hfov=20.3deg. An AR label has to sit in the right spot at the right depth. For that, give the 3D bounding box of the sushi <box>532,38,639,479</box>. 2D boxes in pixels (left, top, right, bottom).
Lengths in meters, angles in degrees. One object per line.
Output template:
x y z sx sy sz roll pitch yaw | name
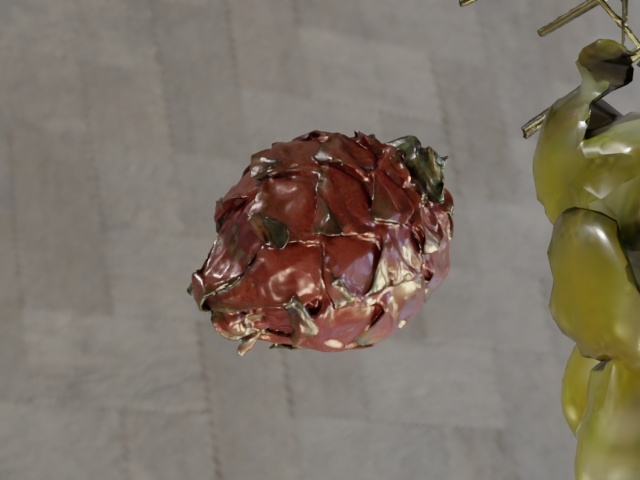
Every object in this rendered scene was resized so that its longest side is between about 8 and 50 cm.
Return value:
0.196 0.097 0.435 0.285 0.328 0.329 -4 105 -52 | sushi

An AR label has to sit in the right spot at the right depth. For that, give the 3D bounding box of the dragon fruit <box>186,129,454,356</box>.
0.000 0.000 1.853 0.299 0.244 0.244 -22 78 -16 | dragon fruit

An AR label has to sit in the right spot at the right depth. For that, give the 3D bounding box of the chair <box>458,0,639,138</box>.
0.281 -0.206 1.359 0.170 0.325 0.160 11 50 -53 | chair
